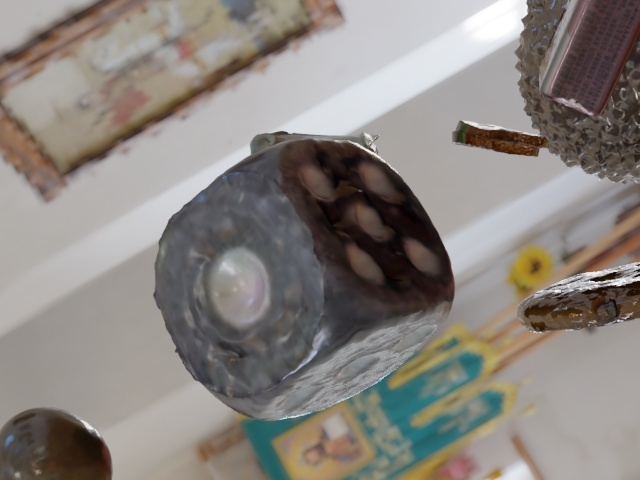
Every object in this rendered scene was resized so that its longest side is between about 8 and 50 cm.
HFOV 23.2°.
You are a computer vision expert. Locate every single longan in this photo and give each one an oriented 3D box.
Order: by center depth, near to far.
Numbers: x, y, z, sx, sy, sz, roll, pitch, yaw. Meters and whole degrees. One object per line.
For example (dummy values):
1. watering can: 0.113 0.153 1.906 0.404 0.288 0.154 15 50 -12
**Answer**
1. longan: -0.225 0.188 1.265 0.119 0.106 0.106 -5 126 37

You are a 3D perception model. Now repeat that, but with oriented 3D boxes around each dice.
1. dice: -0.013 0.032 1.295 0.183 0.182 0.181 -4 -119 -51

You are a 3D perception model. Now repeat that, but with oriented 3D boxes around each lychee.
1. lychee: 0.351 -0.192 1.607 0.300 0.300 0.300 60 178 4

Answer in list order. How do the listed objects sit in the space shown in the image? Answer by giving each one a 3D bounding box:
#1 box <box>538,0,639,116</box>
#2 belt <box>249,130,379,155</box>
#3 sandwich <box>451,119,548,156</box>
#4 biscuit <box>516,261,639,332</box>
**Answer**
1. box: 0.262 -0.228 1.368 0.069 0.224 0.120 22 -163 -1
2. belt: 0.000 0.000 1.559 0.257 0.150 0.207 96 168 -79
3. sandwich: 0.194 -0.114 1.748 0.067 0.135 0.029 15 97 51
4. biscuit: 0.282 0.045 1.439 0.212 0.212 0.036 -143 40 -85
